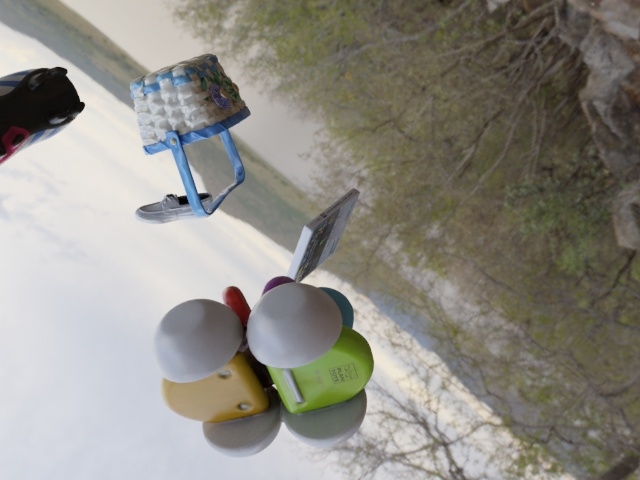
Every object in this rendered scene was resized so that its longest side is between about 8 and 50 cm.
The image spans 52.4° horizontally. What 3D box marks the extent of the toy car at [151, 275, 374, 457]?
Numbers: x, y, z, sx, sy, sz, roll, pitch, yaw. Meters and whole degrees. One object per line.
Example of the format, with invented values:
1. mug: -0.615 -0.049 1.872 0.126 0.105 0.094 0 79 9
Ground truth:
1. toy car: -0.045 0.093 0.564 0.136 0.182 0.159 -86 -18 -51

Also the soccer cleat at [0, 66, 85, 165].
1. soccer cleat: -0.444 -0.141 0.834 0.116 0.143 0.331 67 -156 -14

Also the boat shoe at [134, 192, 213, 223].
1. boat shoe: -0.342 -0.081 1.527 0.184 0.063 0.066 -3 -144 -16

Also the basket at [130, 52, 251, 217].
1. basket: -0.245 -0.215 1.318 0.255 0.201 0.289 -68 -34 -63

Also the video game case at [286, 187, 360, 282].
1. video game case: 0.000 0.000 1.321 0.022 0.190 0.173 37 -134 14
